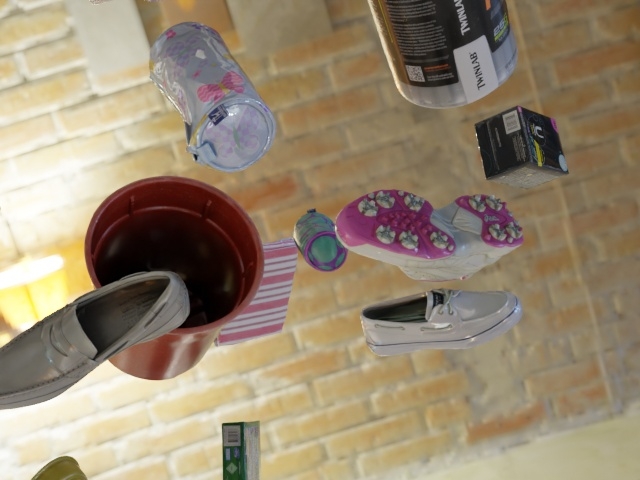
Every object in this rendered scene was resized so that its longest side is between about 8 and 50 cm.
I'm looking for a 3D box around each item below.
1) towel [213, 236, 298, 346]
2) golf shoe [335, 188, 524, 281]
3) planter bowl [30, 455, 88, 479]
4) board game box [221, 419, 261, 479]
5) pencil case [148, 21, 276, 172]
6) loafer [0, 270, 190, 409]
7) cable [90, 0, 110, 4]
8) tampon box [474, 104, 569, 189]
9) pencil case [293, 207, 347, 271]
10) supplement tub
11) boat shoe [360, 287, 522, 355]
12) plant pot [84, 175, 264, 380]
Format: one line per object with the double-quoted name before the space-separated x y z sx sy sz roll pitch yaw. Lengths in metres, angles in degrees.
"towel" -0.114 0.090 2.163 0.144 0.197 0.029 -8 -149 -36
"golf shoe" 0.135 0.010 1.667 0.306 0.115 0.140 3 142 -36
"planter bowl" -0.415 0.464 1.980 0.090 0.217 0.217 21 -154 19
"board game box" -0.145 0.499 2.311 0.046 0.317 0.213 -2 172 4
"pencil case" -0.157 -0.204 1.733 0.124 0.113 0.273 -39 -140 7
"loafer" -0.331 0.128 1.677 0.319 0.112 0.111 -30 159 -9
"cable" -0.246 -0.436 1.787 0.257 0.089 0.257 -36 -152 -16
"tampon box" 0.392 -0.178 2.394 0.101 0.120 0.161 -21 163 35
"pencil case" 0.000 0.000 1.802 0.070 0.064 0.152 -21 -165 -2
"supplement tub" 0.163 -0.366 1.779 0.193 0.316 0.194 -14 -141 12
"boat shoe" 0.165 0.106 1.714 0.226 0.076 0.083 -16 -140 11
"plant pot" -0.248 0.080 1.954 0.272 0.272 0.265 -22 159 -26
